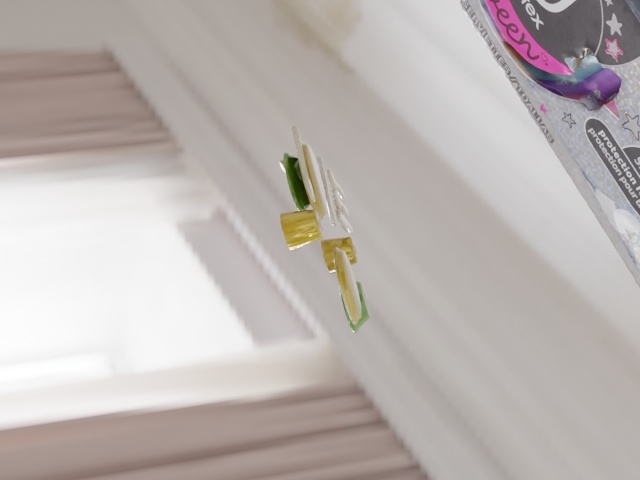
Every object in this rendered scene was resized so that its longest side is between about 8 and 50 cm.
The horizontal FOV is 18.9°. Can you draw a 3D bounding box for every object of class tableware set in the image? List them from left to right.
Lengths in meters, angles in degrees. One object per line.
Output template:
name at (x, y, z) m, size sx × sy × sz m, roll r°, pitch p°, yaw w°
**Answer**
tableware set at (0.000, 0.000, 1.146) m, size 0.154 × 0.024 × 0.104 m, roll 50°, pitch 26°, yaw -73°

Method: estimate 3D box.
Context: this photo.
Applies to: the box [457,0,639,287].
box at (0.191, -0.120, 1.001) m, size 0.247 × 0.163 × 0.142 m, roll 58°, pitch -24°, yaw 4°
